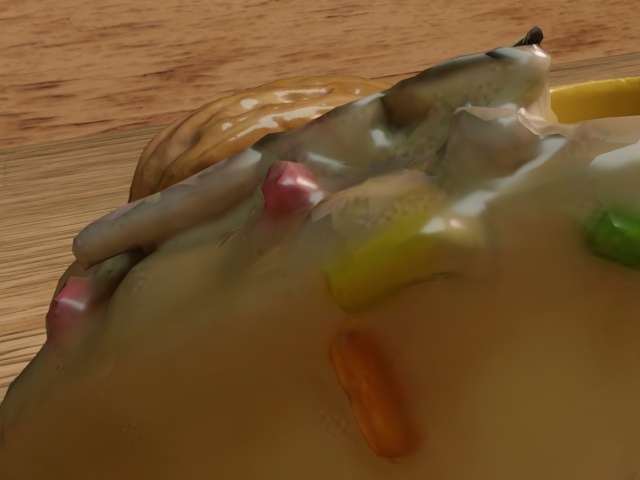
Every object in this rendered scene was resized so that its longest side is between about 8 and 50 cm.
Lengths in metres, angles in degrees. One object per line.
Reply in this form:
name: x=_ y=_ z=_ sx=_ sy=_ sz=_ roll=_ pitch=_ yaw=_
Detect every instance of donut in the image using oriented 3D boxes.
donut: x=0.078 y=0.064 z=0.533 sx=0.371 sy=0.150 sz=0.307 roll=-1 pitch=-21 yaw=-44

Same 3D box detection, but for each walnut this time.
walnut: x=0.000 y=0.000 z=1.078 sx=0.213 sy=0.213 sz=0.213 roll=-6 pitch=11 yaw=1

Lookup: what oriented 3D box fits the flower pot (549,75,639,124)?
flower pot: x=0.135 y=0.022 z=0.883 sx=0.195 sy=0.179 sz=0.195 roll=-7 pitch=9 yaw=1
